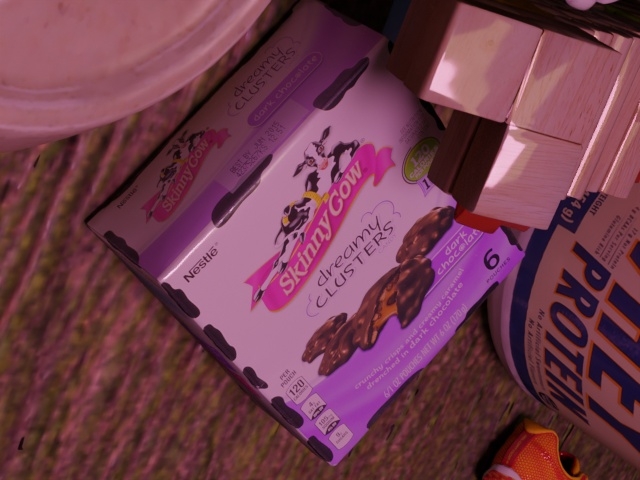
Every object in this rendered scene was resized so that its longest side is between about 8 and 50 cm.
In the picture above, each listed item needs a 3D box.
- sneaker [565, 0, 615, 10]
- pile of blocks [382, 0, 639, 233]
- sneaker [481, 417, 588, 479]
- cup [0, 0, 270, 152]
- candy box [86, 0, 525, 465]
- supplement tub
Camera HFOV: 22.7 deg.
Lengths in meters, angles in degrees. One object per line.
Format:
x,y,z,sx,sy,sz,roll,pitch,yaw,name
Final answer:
0.168,-0.187,0.817,0.110,0.118,0.292,-47,162,23,sneaker
0.099,-0.070,0.799,0.362,0.149,0.113,-11,126,-62,pile of blocks
0.168,0.190,1.115,0.067,0.064,0.175,-50,141,-20,sneaker
-0.130,-0.153,0.503,0.331,0.237,0.331,-22,129,-30,cup
0.000,0.000,0.836,0.165,0.070,0.196,-47,137,-8,candy box
0.283,0.062,0.941,0.235,0.325,0.235,-22,128,-31,supplement tub
